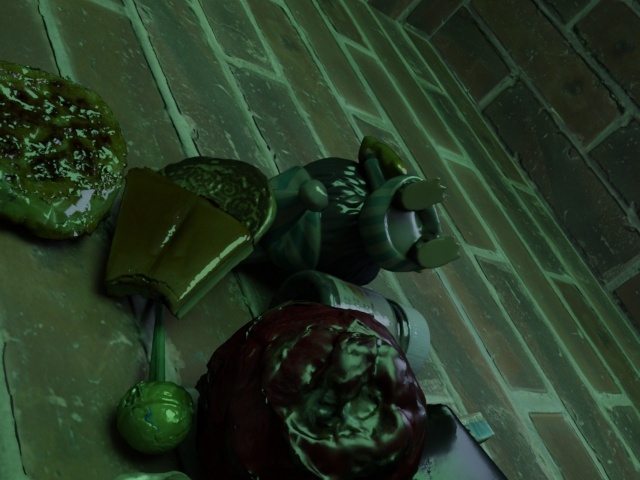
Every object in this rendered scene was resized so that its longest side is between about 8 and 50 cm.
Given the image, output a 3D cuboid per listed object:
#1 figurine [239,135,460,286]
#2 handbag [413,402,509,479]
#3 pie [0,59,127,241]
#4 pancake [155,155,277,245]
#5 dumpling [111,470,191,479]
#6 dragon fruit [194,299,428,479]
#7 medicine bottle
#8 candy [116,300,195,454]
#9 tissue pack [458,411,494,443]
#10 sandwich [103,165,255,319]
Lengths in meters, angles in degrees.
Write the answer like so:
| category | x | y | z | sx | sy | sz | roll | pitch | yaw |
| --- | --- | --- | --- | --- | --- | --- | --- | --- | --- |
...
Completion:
| category | x | y | z | sx | sy | sz | roll | pitch | yaw |
| --- | --- | --- | --- | --- | --- | --- | --- | --- | --- |
| figurine | 0.000 | 0.000 | 1.369 | 0.361 | 0.377 | 0.266 | -149 | -143 | -75 |
| handbag | 0.186 | 0.450 | 1.186 | 0.342 | 0.152 | 0.288 | 50 | 38 | 15 |
| pie | -0.433 | -0.154 | 1.162 | 0.288 | 0.103 | 0.355 | 4 | 51 | -46 |
| pancake | -0.194 | -0.051 | 1.281 | 0.250 | 0.031 | 0.250 | -2 | 52 | 2 |
| dumpling | -0.181 | 0.330 | 0.826 | 0.250 | 0.132 | 0.162 | 18 | 41 | -43 |
| dragon fruit | -0.009 | 0.231 | 1.009 | 0.329 | 0.329 | 0.329 | 34 | 29 | -22 |
| medicine bottle | 0.053 | 0.158 | 1.359 | 0.273 | 0.165 | 0.165 | 21 | 36 | -41 |
| candy | -0.224 | 0.157 | 1.072 | 0.092 | 0.093 | 0.336 | 31 | 23 | -25 |
| tissue pack | 0.275 | 0.371 | 1.486 | 0.094 | 0.074 | 0.059 | 3 | 52 | -50 |
| sandwich | -0.256 | 0.000 | 1.168 | 0.245 | 0.063 | 0.212 | 29 | 52 | 20 |
